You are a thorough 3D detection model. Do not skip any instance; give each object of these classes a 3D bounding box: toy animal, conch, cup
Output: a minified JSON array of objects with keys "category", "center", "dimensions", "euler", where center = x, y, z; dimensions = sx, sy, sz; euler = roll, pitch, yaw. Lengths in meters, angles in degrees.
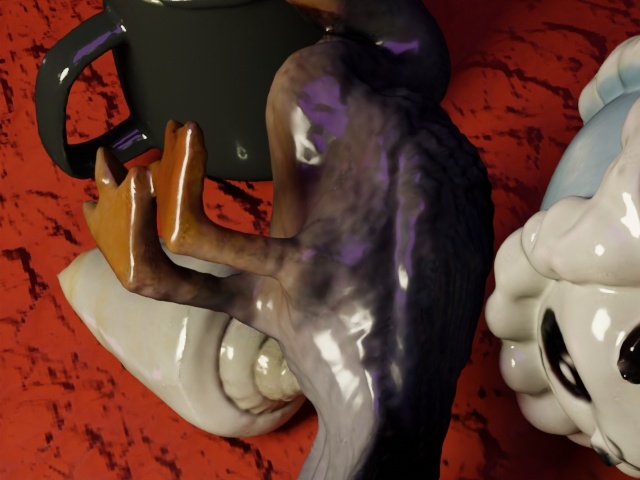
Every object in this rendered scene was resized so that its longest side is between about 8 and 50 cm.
[{"category":"toy animal","center":[0.170,0.020,0.864],"dimensions":[0.156,0.208,0.204],"euler":[-11,43,54]},{"category":"toy animal","center":[0.000,0.000,0.869],"dimensions":[0.185,0.122,0.298],"euler":[-2,68,-34]},{"category":"conch","center":[-0.062,0.043,0.973],"dimensions":[0.176,0.094,0.104],"euler":[11,68,52]},{"category":"cup","center":[-0.061,-0.122,1.020],"dimensions":[0.223,0.176,0.169],"euler":[-34,57,-14]}]
